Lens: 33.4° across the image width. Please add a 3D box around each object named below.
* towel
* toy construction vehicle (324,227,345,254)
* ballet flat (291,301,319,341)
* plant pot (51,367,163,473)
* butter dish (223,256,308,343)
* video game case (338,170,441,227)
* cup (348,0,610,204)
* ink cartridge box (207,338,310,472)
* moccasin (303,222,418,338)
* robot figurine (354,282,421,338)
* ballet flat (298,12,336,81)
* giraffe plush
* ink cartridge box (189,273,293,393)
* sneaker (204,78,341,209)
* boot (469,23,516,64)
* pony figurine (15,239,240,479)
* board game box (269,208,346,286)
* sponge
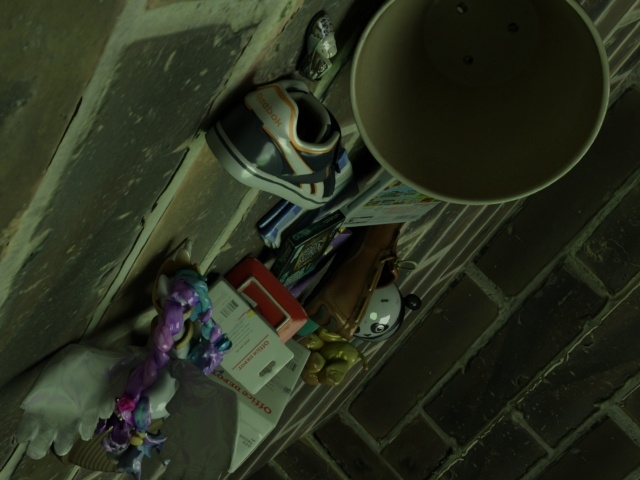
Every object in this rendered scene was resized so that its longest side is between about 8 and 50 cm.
[{"bbox_3d":[-0.013,-0.051,1.886,0.209,0.034,0.285,-44,167,-5],"label":"towel"},{"bbox_3d":[0.000,0.000,2.048,0.086,0.035,0.098,-43,-167,-20],"label":"toy construction vehicle"},{"bbox_3d":[-0.062,0.198,2.455,0.221,0.077,0.079,-45,-174,25],"label":"ballet flat"},{"bbox_3d":[-0.351,0.336,1.901,0.237,0.110,0.237,-41,168,-11],"label":"plant pot"},{"bbox_3d":[-0.131,0.127,1.894,0.160,0.160,0.118,-43,-170,-3],"label":"butter dish"},{"bbox_3d":[0.157,-0.086,1.928,0.227,0.026,0.206,-5,156,-42],"label":"video game case"},{"bbox_3d":[0.217,-0.250,1.458,0.331,0.331,0.237,-52,-169,31],"label":"cup"},{"bbox_3d":[-0.158,0.279,2.022,0.168,0.171,0.233,-52,-176,34],"label":"ink cartridge box"},{"bbox_3d":[0.108,0.054,2.217,0.139,0.147,0.380,-46,-174,42],"label":"moccasin"},{"bbox_3d":[0.125,0.170,2.673,0.209,0.173,0.278,-46,168,-2],"label":"robot figurine"},{"bbox_3d":[0.002,-0.238,1.336,0.041,0.041,0.114,-37,165,-27],"label":"ballet flat"},{"bbox_3d":[0.006,0.313,2.807,0.210,0.181,0.170,-10,160,-38],"label":"giraffe plush"},{"bbox_3d":[-0.142,0.159,1.801,0.104,0.181,0.061,-44,-169,0],"label":"ink cartridge box"},{"bbox_3d":[-0.025,-0.126,1.410,0.127,0.126,0.321,-41,166,13],"label":"sneaker"},{"bbox_3d":[0.276,-0.239,1.942,0.377,0.138,0.284,-37,165,-14],"label":"boot"},{"bbox_3d":[-0.252,0.216,1.584,0.363,0.302,0.351,108,-2,-57],"label":"pony figurine"},{"bbox_3d":[-0.035,0.026,1.911,0.126,0.026,0.186,-30,163,-35],"label":"board game box"},{"bbox_3d":[-0.025,0.053,2.176,0.210,0.031,0.117,-49,167,16],"label":"sponge"}]
